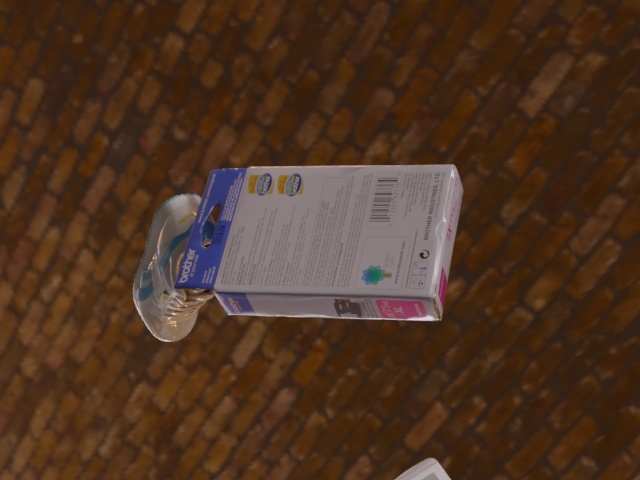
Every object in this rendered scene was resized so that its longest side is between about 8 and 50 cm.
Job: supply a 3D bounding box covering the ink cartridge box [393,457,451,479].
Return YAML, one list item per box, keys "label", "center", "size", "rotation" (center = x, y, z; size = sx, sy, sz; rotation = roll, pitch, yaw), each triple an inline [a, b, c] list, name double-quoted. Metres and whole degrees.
- label: "ink cartridge box"
  center: [0.092, 0.366, 1.183]
  size: [0.296, 0.066, 0.261]
  rotation: [54, -48, 14]

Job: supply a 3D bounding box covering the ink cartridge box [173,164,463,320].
- label: "ink cartridge box"
  center: [0.000, 0.000, 1.671]
  size: [0.311, 0.186, 0.065]
  rotation: [2, -34, 17]

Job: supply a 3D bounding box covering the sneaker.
- label: "sneaker"
  center: [-0.177, 0.054, 1.805]
  size: [0.092, 0.087, 0.229]
  rotation: [56, -33, 37]
